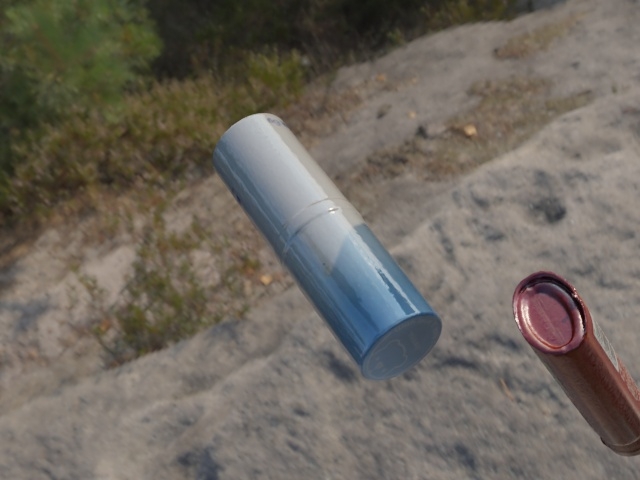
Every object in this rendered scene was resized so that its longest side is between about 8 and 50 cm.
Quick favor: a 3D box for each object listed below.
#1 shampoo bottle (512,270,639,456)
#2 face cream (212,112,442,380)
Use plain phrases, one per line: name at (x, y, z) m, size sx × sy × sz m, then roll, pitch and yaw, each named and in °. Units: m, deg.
shampoo bottle at (0.316, 0.157, 1.395) m, size 0.076 × 0.314 × 0.118 m, roll -35°, pitch 46°, yaw 7°
face cream at (0.000, 0.000, 0.971) m, size 0.077 × 0.077 × 0.250 m, roll -37°, pitch 55°, yaw -1°
